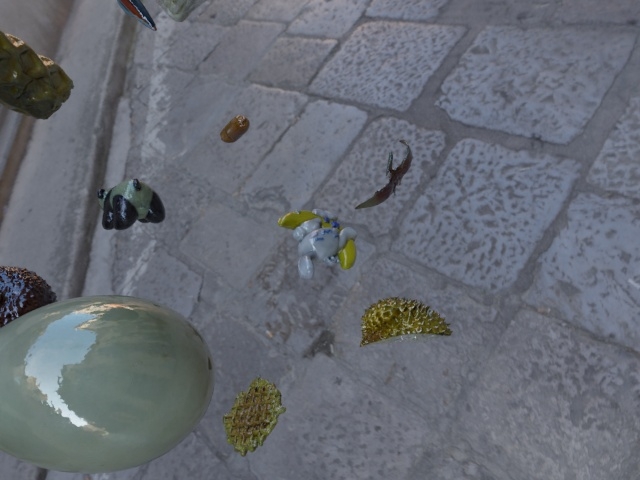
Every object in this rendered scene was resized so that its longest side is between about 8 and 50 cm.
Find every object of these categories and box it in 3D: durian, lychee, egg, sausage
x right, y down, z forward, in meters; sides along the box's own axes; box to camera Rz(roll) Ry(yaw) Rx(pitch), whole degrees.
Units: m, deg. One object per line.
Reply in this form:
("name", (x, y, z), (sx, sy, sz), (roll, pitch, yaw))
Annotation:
("durian", (0.234, 0.218, 1.311), (0.250, 0.183, 0.138), (5, 59, -13))
("lychee", (-0.625, 0.145, 0.954), (0.194, 0.194, 0.194), (-14, 55, 21))
("egg", (-0.245, 0.154, 0.528), (0.188, 0.254, 0.188), (-27, 60, 60))
("sausage", (-0.277, -0.361, 1.563), (0.054, 0.062, 0.183), (-45, 12, -29))

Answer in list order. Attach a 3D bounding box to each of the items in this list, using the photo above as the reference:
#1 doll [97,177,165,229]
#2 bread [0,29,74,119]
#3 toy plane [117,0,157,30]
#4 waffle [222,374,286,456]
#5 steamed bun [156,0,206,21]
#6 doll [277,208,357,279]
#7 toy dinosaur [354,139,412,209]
("doll", (-0.549, -0.102, 1.375), (0.234, 0.144, 0.135), (-3, 98, 49))
("bread", (-0.618, -0.334, 0.920), (0.152, 0.268, 0.129), (-20, 76, 10))
("toy plane", (-0.493, -0.638, 1.125), (0.104, 0.326, 0.223), (-43, 12, 16))
("waffle", (-0.234, 0.608, 1.672), (0.254, 0.052, 0.245), (-49, 35, -11))
("steamed bun", (-0.197, -0.512, 0.706), (0.206, 0.320, 0.275), (-38, 77, -16))
("doll", (0.000, 0.000, 1.350), (0.237, 0.252, 0.111), (57, 132, 28))
("toy dinosaur", (0.260, -0.254, 1.904), (0.113, 0.207, 0.327), (28, 102, 32))
